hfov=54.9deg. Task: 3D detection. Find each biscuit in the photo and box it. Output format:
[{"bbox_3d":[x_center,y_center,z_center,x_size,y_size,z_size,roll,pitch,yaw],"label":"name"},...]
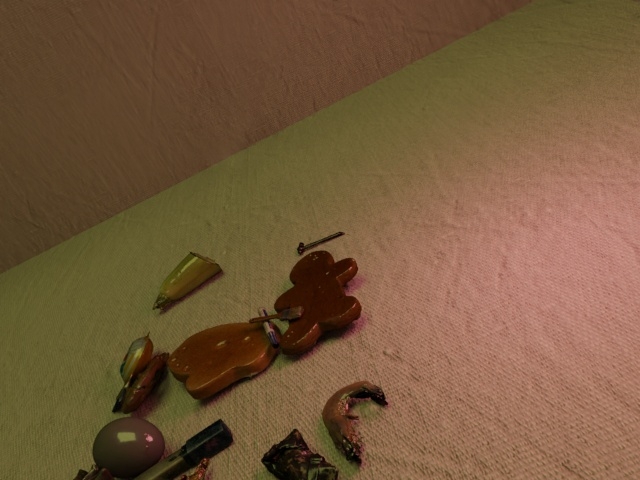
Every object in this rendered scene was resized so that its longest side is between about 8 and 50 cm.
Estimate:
[{"bbox_3d":[-0.004,0.159,1.801,0.283,0.064,0.432,-31,25,7],"label":"biscuit"},{"bbox_3d":[-0.282,0.339,1.746,0.344,0.057,0.287,-12,28,21],"label":"biscuit"}]

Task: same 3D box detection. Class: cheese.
[{"bbox_3d":[-0.580,0.400,1.905,0.177,0.069,0.270,-49,21,42],"label":"cheese"}]

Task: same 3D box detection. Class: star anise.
[{"bbox_3d":[-0.537,0.627,1.435,0.258,0.111,0.198,-26,46,42],"label":"star anise"}]

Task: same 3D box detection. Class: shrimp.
[{"bbox_3d":[-0.307,0.568,1.408,0.095,0.045,0.162,-30,21,51],"label":"shrimp"},{"bbox_3d":[0.082,0.385,1.331,0.152,0.046,0.219,-31,25,2],"label":"shrimp"},{"bbox_3d":[-0.511,0.404,1.827,0.145,0.061,0.267,-61,-3,26],"label":"shrimp"}]

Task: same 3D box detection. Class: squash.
[{"bbox_3d":[-0.519,0.141,2.283,0.287,0.137,0.137,-36,27,-10],"label":"squash"}]

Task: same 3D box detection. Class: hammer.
[{"bbox_3d":[0.000,0.000,2.136,0.178,0.021,0.065,-23,25,11],"label":"hammer"}]

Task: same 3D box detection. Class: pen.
[{"bbox_3d":[-0.146,0.243,1.730,0.025,0.025,0.204,-31,27,-4],"label":"pen"}]

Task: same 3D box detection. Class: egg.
[{"bbox_3d":[-0.477,0.514,1.534,0.199,0.146,0.146,-14,29,32],"label":"egg"}]

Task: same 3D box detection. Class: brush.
[{"bbox_3d":[-0.127,0.214,1.728,0.170,0.014,0.043,-13,30,22],"label":"brush"}]

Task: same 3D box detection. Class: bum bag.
[{"bbox_3d":[-0.039,0.471,1.267,0.102,0.069,0.248,-37,29,-18],"label":"bum bag"}]

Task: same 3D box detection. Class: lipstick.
[{"bbox_3d":[-0.356,0.543,1.480,0.312,0.051,0.051,-33,27,-4],"label":"lipstick"}]
